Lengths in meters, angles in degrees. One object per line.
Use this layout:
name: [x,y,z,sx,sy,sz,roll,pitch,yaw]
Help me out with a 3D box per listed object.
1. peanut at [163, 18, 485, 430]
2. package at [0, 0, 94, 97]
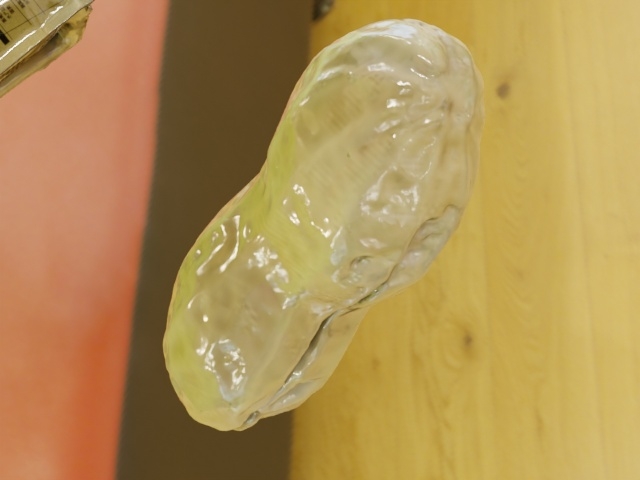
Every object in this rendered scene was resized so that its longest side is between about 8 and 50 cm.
peanut: [0.000,0.000,0.840,0.290,0.130,0.130,-54,43,29]
package: [-0.137,-0.055,0.419,0.131,0.071,0.047,-39,8,-15]
